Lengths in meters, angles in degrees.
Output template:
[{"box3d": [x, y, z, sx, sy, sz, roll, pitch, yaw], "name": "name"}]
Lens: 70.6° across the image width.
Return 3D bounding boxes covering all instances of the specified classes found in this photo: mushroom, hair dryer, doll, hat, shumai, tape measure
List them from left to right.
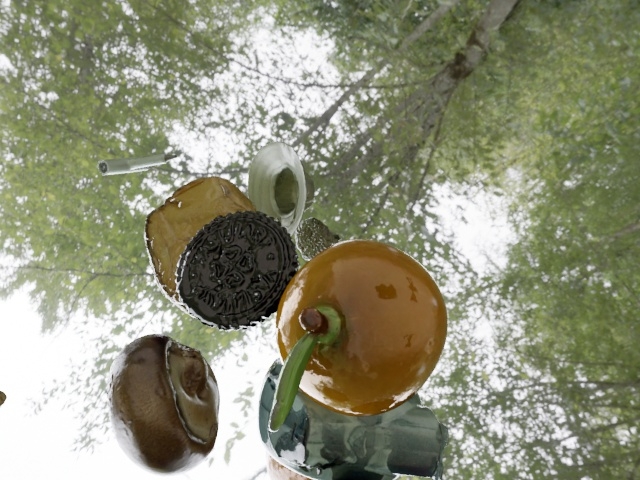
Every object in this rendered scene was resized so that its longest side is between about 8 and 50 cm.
[{"box3d": [-0.477, -0.214, 1.222, 0.155, 0.183, 0.044, -32, -67, -62], "name": "hair dryer"}, {"box3d": [-0.267, 0.281, 0.790, 0.253, 0.153, 0.253, -22, -90, -84], "name": "mushroom"}, {"box3d": [-0.075, -0.123, 1.133, 0.110, 0.252, 0.252, -3, -120, -40], "name": "hat"}, {"box3d": [0.001, -0.001, 1.164, 0.087, 0.099, 0.123, 6, -134, -52], "name": "shumai"}, {"box3d": [0.029, 0.276, 0.711, 0.256, 0.275, 0.147, 12, -92, -12], "name": "tape measure"}, {"box3d": [0.035, 0.101, 0.523, 0.213, 0.213, 0.236, 62, -161, 18], "name": "doll"}]

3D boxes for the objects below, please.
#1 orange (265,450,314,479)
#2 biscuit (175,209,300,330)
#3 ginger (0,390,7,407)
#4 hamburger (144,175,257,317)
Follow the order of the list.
[{"box3d": [0.025, 0.451, 1.017, 0.312, 0.312, 0.312, 21, -133, -24], "name": "orange"}, {"box3d": [-0.123, 0.041, 0.668, 0.053, 0.195, 0.194, 62, -172, -63], "name": "biscuit"}, {"box3d": [-0.305, 0.163, 0.317, 0.173, 0.070, 0.051, -88, -17, -71], "name": "ginger"}, {"box3d": [-0.232, 0.017, 0.939, 0.144, 0.260, 0.283, 58, -171, -55], "name": "hamburger"}]
